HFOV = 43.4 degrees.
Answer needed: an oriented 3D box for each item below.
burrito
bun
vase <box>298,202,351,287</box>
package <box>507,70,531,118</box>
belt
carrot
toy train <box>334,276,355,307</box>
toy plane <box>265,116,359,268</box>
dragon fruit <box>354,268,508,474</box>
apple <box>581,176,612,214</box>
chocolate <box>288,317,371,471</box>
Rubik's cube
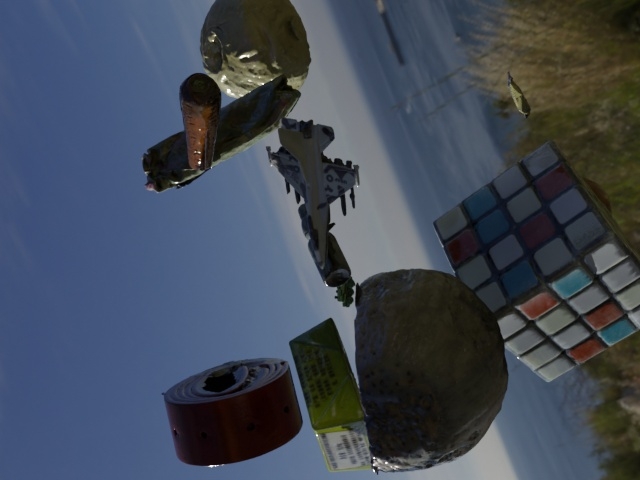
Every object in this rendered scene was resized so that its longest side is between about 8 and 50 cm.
[{"bbox_3d":[-0.170,-0.178,1.378,0.096,0.309,0.066,63,-173,24],"label":"burrito"},{"bbox_3d":[-0.132,-0.354,1.509,0.244,0.153,0.244,33,142,31],"label":"bun"},{"bbox_3d":[0.000,0.000,1.608,0.211,0.060,0.060,65,-177,40],"label":"vase"},{"bbox_3d":[0.537,-0.397,2.193,0.120,0.031,0.108,60,-164,-17],"label":"package"},{"bbox_3d":[-0.153,0.285,1.393,0.324,0.227,0.115,-174,73,-82],"label":"belt"},{"bbox_3d":[-0.165,-0.157,1.099,0.161,0.055,0.055,101,157,-51],"label":"carrot"},{"bbox_3d":[0.063,0.133,2.104,0.033,0.053,0.083,-100,15,-83],"label":"toy train"},{"bbox_3d":[-0.003,-0.071,1.087,0.082,0.160,0.234,-46,-44,-33],"label":"toy plane"},{"bbox_3d":[0.162,0.195,1.134,0.221,0.204,0.283,-70,-29,-69],"label":"dragon fruit"},{"bbox_3d":[0.557,-0.044,1.872,0.237,0.208,0.237,14,-90,-80],"label":"apple"},{"bbox_3d":[0.032,0.394,1.983,0.301,0.137,0.288,75,177,-51],"label":"chocolate"},{"bbox_3d":[0.385,0.040,1.354,0.259,0.253,0.256,36,-154,-38],"label":"Rubik's cube"}]
